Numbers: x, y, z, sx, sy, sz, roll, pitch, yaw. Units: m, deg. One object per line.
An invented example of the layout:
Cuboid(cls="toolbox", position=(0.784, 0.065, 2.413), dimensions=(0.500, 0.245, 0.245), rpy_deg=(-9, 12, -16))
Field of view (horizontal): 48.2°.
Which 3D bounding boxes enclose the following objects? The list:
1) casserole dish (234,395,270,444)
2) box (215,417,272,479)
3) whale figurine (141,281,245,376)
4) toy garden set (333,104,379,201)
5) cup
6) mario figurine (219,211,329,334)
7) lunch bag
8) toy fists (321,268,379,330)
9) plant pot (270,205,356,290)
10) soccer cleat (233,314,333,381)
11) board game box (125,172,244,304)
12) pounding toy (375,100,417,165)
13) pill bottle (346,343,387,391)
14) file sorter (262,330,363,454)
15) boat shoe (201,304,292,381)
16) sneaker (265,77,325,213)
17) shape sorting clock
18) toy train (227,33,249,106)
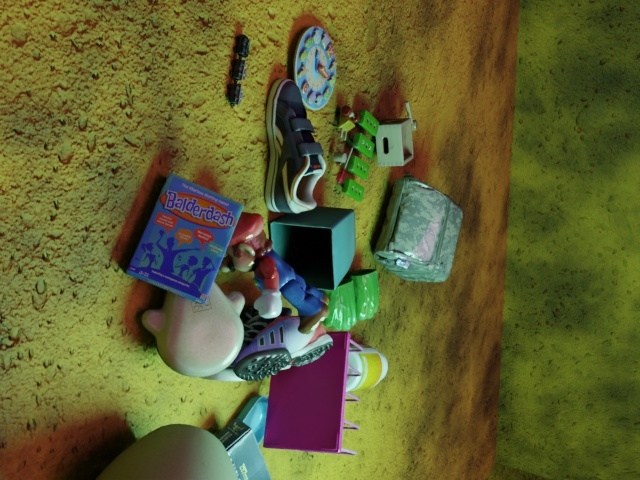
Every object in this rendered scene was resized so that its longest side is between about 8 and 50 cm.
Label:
Cuboid(cls="casserole dish", position=(-0.179, 0.465, 1.770), dimensions=(0.188, 0.037, 0.114), rpy_deg=(-52, 140, -40))
Cuboid(cls="box", position=(-0.214, 0.554, 1.663), dimensions=(0.183, 0.059, 0.233), rpy_deg=(-37, 132, -30))
Cuboid(cls="whale figurine", position=(-0.263, 0.140, 1.457), dimensions=(0.216, 0.141, 0.272), rpy_deg=(-13, 88, -27))
Cuboid(cls="toy garden set", position=(0.084, -0.253, 2.027), dimensions=(0.203, 0.049, 0.244), rpy_deg=(23, 78, -62))
Cuboid(cls="cup", position=(-0.285, 0.494, 1.363), dimensions=(0.237, 0.330, 0.331), rpy_deg=(-82, 163, -56))
Cuboid(cls="mario figurine", position=(-0.136, 0.076, 1.567), dimensions=(0.320, 0.198, 0.170), rpy_deg=(46, 66, -11))
Cuboid(cls="lunch bag", position=(0.302, -0.031, 2.329), dimensions=(0.256, 0.212, 0.305), rpy_deg=(30, 70, -42))
Cuboid(cls="toy fists", position=(0.085, 0.177, 2.103), dimensions=(0.279, 0.096, 0.142), rpy_deg=(-17, 103, -57))
Cuboid(cls="plant pot", position=(0.000, 0.000, 1.843), dimensions=(0.234, 0.165, 0.166), rpy_deg=(-42, 133, -59))
Cuboid(cls="soccer cleat", position=(-0.097, 0.227, 1.587), dimensions=(0.108, 0.116, 0.318), rpy_deg=(-45, 159, 28))
Cuboid(cls="board game box", position=(-0.260, -0.004, 1.387), dimensions=(0.047, 0.160, 0.210), rpy_deg=(-34, -144, 67))
Cuboid(cls="pounding toy", position=(0.234, -0.341, 2.231), dimensions=(0.206, 0.094, 0.181), rpy_deg=(-39, 126, -62))
Cuboid(cls="pill bottle", position=(0.109, 0.381, 2.154), dimensions=(0.245, 0.136, 0.137), rpy_deg=(15, 85, -61))
Cuboid(cls="file sorter", position=(-0.004, 0.397, 1.842), dimensions=(0.182, 0.202, 0.291), rpy_deg=(43, 48, -59))
Cuboid(cls="boat shoe", position=(-0.169, 0.229, 1.657), dimensions=(0.340, 0.127, 0.158), rpy_deg=(5, 87, -69))
Cuboid(cls="sneaker", position=(-0.053, -0.224, 1.715), dimensions=(0.126, 0.127, 0.321), rpy_deg=(-16, 110, -57))
Cuboid(cls="shape sorting clock", position=(-0.010, -0.433, 1.803), dimensions=(0.206, 0.040, 0.206), rpy_deg=(-17, 109, -62))
Cuboid(cls="toy train", position=(-0.176, -0.367, 1.555), dimensions=(0.036, 0.027, 0.158), rpy_deg=(14, 85, -72))
